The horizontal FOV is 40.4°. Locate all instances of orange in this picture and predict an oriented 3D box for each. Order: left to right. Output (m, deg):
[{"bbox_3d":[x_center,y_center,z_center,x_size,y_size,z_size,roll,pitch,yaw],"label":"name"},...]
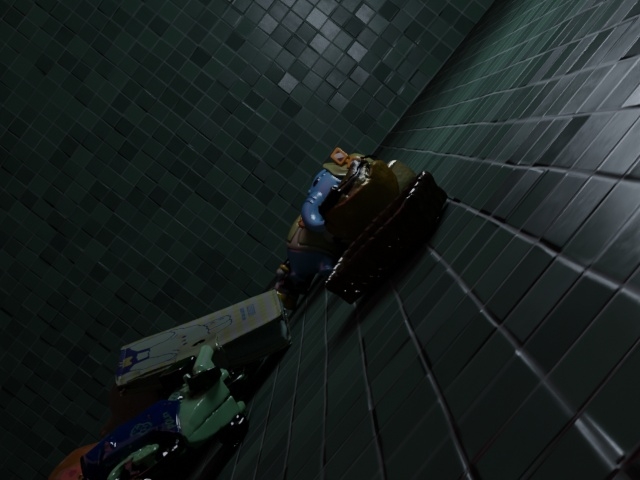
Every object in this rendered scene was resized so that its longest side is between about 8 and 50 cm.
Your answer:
[{"bbox_3d":[0.071,-0.060,1.423,0.170,0.112,0.160,-21,-33,-47],"label":"orange"}]

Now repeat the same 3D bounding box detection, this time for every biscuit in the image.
[{"bbox_3d":[0.094,-0.061,1.547,0.188,0.056,0.052,-52,3,-16],"label":"biscuit"}]

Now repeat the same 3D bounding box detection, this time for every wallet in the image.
[{"bbox_3d":[-0.207,0.182,1.538,0.309,0.077,0.223,-21,16,-3],"label":"wallet"}]

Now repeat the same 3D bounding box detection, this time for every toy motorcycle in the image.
[{"bbox_3d":[-0.214,0.270,1.223,0.196,0.125,0.331,-25,8,23],"label":"toy motorcycle"}]

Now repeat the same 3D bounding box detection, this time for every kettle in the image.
[{"bbox_3d":[-0.319,0.304,1.721,0.210,0.160,0.243,-42,-10,22],"label":"kettle"}]

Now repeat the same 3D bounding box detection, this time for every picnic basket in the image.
[{"bbox_3d":[0.084,0.000,1.103,0.193,0.055,0.110,-49,4,40],"label":"picnic basket"}]

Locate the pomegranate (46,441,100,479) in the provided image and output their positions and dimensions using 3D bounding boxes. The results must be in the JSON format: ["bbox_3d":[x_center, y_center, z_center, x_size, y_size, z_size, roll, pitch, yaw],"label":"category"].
[{"bbox_3d":[-0.344,0.408,1.385,0.191,0.191,0.191,-51,4,5],"label":"pomegranate"}]

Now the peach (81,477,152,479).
[{"bbox_3d":[-0.259,0.358,0.814,0.362,0.201,0.258,-33,-31,31],"label":"peach"}]

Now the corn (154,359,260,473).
[{"bbox_3d":[-0.217,0.286,1.590,0.120,0.120,0.363,-48,2,46],"label":"corn"}]

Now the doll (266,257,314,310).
[{"bbox_3d":[0.001,0.001,1.802,0.103,0.145,0.316,23,79,52],"label":"doll"}]

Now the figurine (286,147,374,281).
[{"bbox_3d":[0.034,-0.043,1.647,0.180,0.154,0.262,-16,52,68],"label":"figurine"}]
